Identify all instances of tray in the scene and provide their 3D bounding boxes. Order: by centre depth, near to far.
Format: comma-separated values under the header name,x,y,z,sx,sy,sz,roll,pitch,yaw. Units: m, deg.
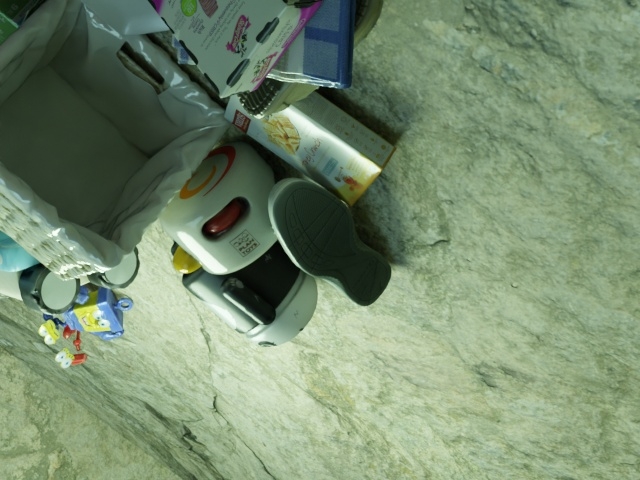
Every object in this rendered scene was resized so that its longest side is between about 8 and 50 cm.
name,x,y,z,sx,sy,sz,roll,pitch,yaw
tray,-0.285,-0.360,1.346,0.145,0.030,0.270,-2,159,27

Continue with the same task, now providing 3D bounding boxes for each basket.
name,x,y,z,sx,sy,sz,roll,pitch,yaw
basket,-0.385,-0.150,1.558,0.328,0.331,0.266,42,152,-14

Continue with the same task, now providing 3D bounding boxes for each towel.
name,x,y,z,sx,sy,sz,roll,pitch,yaw
towel,-0.074,-0.301,1.215,0.285,0.034,0.209,16,115,34

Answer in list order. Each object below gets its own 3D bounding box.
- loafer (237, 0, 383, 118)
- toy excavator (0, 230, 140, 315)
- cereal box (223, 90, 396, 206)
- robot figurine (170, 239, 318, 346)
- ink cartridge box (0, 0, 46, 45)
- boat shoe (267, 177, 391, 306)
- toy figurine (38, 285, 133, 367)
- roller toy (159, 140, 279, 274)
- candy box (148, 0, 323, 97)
name,x,y,z,sx,sy,sz,roll,pitch,yaw
loafer,-0.010,-0.253,1.266,0.268,0.092,0.102,-35,83,44
toy excavator,-0.589,-0.083,1.887,0.222,0.433,0.445,11,116,41
cereal box,-0.022,-0.156,1.452,0.240,0.047,0.173,34,160,-2
robot figurine,-0.135,0.067,1.792,0.278,0.209,0.173,42,138,-14
ink cartridge box,-0.463,-0.358,1.544,0.062,0.109,0.209,40,151,-13
boat shoe,0.002,-0.001,1.584,0.103,0.118,0.320,32,175,41
toy figurine,-0.561,0.133,2.427,0.217,0.191,0.362,-8,131,10
roller toy,-0.146,-0.046,1.607,0.191,0.209,0.146,-11,130,45
candy box,-0.123,-0.309,1.182,0.233,0.071,0.159,54,130,11
